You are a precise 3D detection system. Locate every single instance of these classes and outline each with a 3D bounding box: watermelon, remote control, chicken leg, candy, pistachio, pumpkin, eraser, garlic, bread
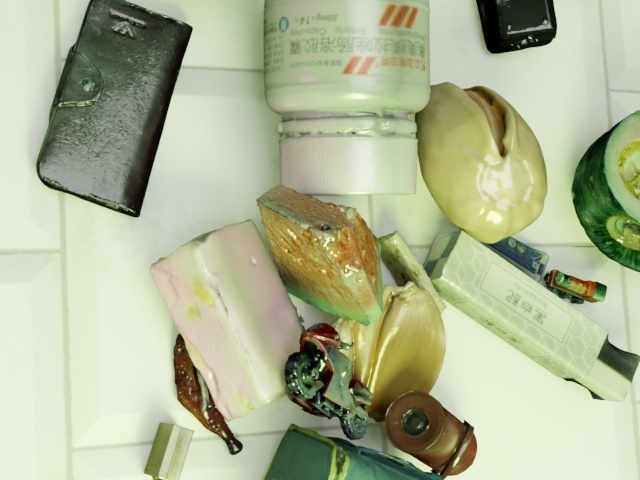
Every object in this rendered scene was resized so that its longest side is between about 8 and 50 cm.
[{"bbox_3d":[0.000,0.000,1.564,0.140,0.192,0.257,-62,145,-20],"label":"watermelon"},{"bbox_3d":[0.325,-0.530,1.879,0.144,0.062,0.399,-10,85,-2],"label":"remote control"},{"bbox_3d":[-0.169,0.223,1.605,0.093,0.053,0.205,-5,89,-38],"label":"chicken leg"},{"bbox_3d":[-0.122,0.112,1.572,0.155,0.115,0.265,-30,97,-50],"label":"candy"},{"bbox_3d":[0.247,-0.136,1.718,0.193,0.214,0.318,0,41,-16],"label":"pistachio"},{"bbox_3d":[0.572,-0.072,1.878,0.293,0.197,0.263,33,62,-8],"label":"pumpkin"},{"bbox_3d":[0.351,0.132,1.807,0.404,0.098,0.096,34,73,-15],"label":"eraser"},{"bbox_3d":[0.096,0.167,1.690,0.217,0.110,0.228,27,92,-30],"label":"garlic"},{"bbox_3d":[0.143,0.055,1.743,0.028,0.068,0.154,-35,98,-24],"label":"bread"}]

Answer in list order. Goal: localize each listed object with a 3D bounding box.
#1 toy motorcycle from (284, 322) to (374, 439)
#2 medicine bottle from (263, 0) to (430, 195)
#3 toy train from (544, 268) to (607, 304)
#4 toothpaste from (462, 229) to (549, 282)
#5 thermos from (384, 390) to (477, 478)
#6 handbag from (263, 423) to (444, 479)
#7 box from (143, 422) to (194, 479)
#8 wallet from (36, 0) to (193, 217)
[{"bbox_3d":[0.015,0.199,1.544,0.213,0.082,0.122,47,50,-45],"label":"toy motorcycle"},{"bbox_3d":[0.040,-0.229,1.637,0.256,0.256,0.325,0,92,-23],"label":"medicine bottle"},{"bbox_3d":[0.439,0.080,1.868,0.103,0.064,0.044,22,77,-19],"label":"toy train"},{"bbox_3d":[0.309,0.007,1.839,0.197,0.035,0.057,29,79,-20],"label":"toothpaste"},{"bbox_3d":[0.182,0.308,1.679,0.099,0.124,0.232,-56,147,-6],"label":"thermos"},{"bbox_3d":[0.049,0.406,1.552,0.241,0.263,0.222,26,81,-16],"label":"handbag"},{"bbox_3d":[-0.219,0.307,1.551,0.035,0.079,0.083,21,76,-20],"label":"box"},{"bbox_3d":[-0.305,-0.208,1.602,0.172,0.045,0.318,20,75,-21],"label":"wallet"}]
